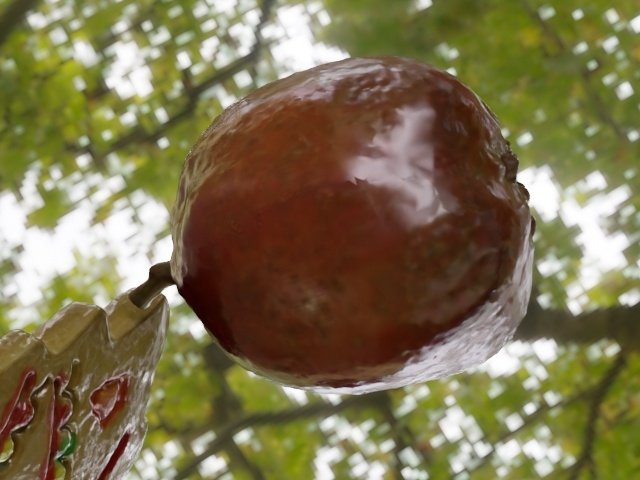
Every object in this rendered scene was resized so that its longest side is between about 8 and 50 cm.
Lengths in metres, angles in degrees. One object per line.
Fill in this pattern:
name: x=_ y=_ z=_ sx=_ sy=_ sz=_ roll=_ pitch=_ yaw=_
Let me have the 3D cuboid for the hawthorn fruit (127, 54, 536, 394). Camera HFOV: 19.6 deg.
hawthorn fruit: x=0.000 y=0.000 z=1.104 sx=0.205 sy=0.253 sz=0.205 roll=-18 pitch=90 yaw=-83

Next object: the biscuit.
biscuit: x=-0.168 y=0.120 z=1.120 sx=0.041 sy=0.212 sz=0.238 roll=27 pitch=2 yaw=23
